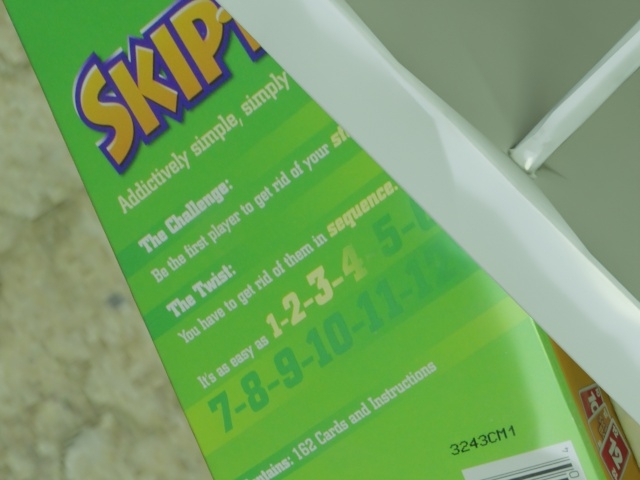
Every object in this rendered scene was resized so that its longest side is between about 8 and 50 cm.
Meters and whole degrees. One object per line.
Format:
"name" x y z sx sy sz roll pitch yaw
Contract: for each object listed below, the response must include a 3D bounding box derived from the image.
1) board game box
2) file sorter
"board game box" 0.000 0.000 0.585 0.124 0.039 0.259 -19 101 28
"file sorter" 0.110 -0.082 0.420 0.277 0.193 0.173 45 116 5
